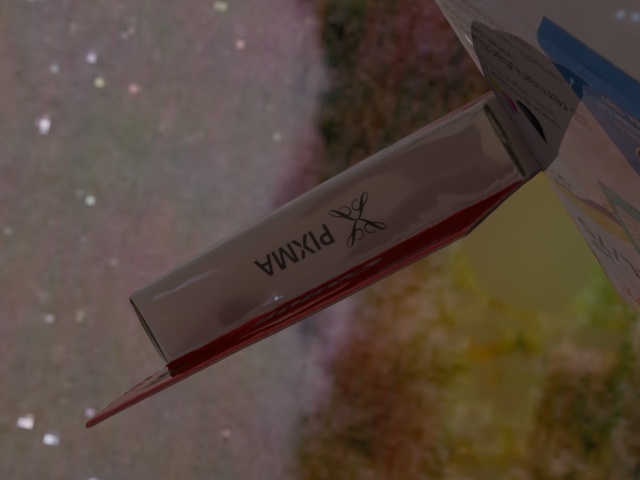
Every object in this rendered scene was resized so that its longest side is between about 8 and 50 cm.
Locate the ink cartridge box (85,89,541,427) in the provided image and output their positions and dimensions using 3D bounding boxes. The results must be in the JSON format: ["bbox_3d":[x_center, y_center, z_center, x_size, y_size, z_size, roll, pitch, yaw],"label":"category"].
[{"bbox_3d":[0.000,0.000,1.110,0.060,0.275,0.239,61,-154,-1],"label":"ink cartridge box"}]

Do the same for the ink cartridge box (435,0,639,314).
[{"bbox_3d":[0.207,-0.062,0.762,0.197,0.198,0.270,-42,-45,-3],"label":"ink cartridge box"}]
